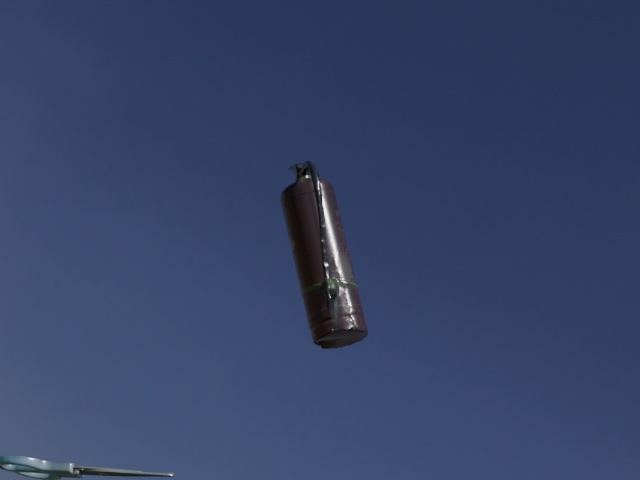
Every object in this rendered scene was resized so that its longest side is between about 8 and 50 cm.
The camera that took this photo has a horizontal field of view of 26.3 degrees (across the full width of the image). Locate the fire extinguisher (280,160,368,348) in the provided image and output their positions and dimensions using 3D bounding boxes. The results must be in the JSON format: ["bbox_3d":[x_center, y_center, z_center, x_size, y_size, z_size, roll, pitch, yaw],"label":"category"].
[{"bbox_3d":[0.000,0.000,1.047,0.045,0.157,0.078,-7,-21,-13],"label":"fire extinguisher"}]

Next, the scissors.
[{"bbox_3d":[-0.102,0.101,0.603,0.083,0.006,0.036,0,-22,19],"label":"scissors"}]
